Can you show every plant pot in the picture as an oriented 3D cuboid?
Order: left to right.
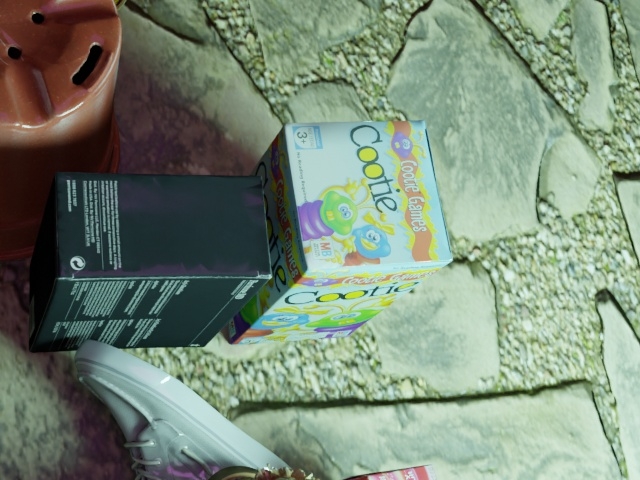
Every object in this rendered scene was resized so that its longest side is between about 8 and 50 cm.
[{"bbox_3d":[-0.307,-0.146,1.074,0.272,0.265,0.272,6,70,-17],"label":"plant pot"}]

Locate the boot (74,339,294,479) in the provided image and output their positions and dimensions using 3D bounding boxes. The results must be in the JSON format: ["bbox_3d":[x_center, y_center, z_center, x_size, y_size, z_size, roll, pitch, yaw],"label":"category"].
[{"bbox_3d":[-0.152,0.213,1.093,0.258,0.095,0.123,36,65,-9],"label":"boot"}]

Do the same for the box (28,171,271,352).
[{"bbox_3d":[-0.170,0.028,1.062,0.184,0.261,0.103,3,71,-19],"label":"box"}]

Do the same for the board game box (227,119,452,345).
[{"bbox_3d":[0.000,0.000,1.123,0.142,0.275,0.144,-3,72,-20],"label":"board game box"}]

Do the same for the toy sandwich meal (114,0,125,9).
[{"bbox_3d":[-0.252,-0.294,1.276,0.085,0.029,0.085,6,70,-17],"label":"toy sandwich meal"}]

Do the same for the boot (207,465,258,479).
[{"bbox_3d":[-0.102,0.363,1.016,0.112,0.115,0.305,18,89,-22],"label":"boot"}]

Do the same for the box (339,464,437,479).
[{"bbox_3d":[0.062,0.355,1.080,0.128,0.122,0.257,8,64,-55],"label":"box"}]

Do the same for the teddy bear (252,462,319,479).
[{"bbox_3d":[-0.088,0.337,0.922,0.245,0.113,0.338,33,93,13],"label":"teddy bear"}]
